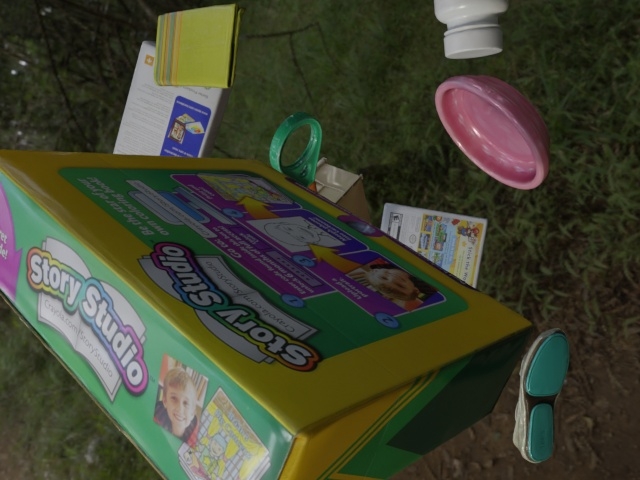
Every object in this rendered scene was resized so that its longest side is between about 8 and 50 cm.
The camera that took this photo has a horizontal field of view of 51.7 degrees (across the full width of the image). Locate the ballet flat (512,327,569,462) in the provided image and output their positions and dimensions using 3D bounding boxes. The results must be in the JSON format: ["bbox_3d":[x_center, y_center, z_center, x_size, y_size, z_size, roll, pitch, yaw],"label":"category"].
[{"bbox_3d":[0.252,0.179,0.783,0.052,0.057,0.168,-142,57,-72],"label":"ballet flat"}]

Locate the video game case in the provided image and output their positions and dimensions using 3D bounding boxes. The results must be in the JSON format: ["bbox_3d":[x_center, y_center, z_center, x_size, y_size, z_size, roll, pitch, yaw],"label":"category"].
[{"bbox_3d":[0.211,0.052,1.316,0.026,0.206,0.227,-9,-71,-70],"label":"video game case"}]

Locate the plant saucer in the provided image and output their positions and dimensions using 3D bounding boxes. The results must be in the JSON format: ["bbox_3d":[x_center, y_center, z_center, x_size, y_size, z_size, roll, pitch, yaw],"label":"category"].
[{"bbox_3d":[0.419,-0.268,1.569,0.084,0.332,0.332,-43,25,-7],"label":"plant saucer"}]

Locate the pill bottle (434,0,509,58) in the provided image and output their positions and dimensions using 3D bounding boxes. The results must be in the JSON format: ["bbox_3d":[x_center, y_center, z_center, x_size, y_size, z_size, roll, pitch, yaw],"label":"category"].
[{"bbox_3d":[0.267,-0.448,1.173,0.131,0.131,0.229,-171,75,-65],"label":"pill bottle"}]

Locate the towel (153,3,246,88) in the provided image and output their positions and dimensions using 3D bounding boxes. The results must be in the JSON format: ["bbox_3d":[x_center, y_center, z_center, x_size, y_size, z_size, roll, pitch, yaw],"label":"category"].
[{"bbox_3d":[-0.168,-0.256,0.884,0.237,0.021,0.102,20,106,52],"label":"towel"}]

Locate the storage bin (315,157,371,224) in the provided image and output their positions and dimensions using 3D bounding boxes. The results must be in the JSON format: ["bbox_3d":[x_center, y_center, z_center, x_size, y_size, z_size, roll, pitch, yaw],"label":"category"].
[{"bbox_3d":[0.000,0.000,1.531,0.123,0.262,0.260,24,57,33],"label":"storage bin"}]

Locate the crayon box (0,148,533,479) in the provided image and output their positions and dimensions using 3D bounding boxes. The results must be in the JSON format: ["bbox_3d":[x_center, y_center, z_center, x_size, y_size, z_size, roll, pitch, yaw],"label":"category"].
[{"bbox_3d":[-0.056,0.043,0.552,0.363,0.313,0.106,33,115,32],"label":"crayon box"}]

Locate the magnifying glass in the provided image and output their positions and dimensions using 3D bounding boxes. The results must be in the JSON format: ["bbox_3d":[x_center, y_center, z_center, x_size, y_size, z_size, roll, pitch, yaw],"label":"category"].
[{"bbox_3d":[-0.025,-0.102,0.996,0.092,0.026,0.231,-46,-26,-18],"label":"magnifying glass"}]

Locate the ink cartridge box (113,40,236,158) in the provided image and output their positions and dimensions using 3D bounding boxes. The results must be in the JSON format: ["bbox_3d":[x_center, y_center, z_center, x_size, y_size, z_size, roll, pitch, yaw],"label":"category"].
[{"bbox_3d":[-0.305,-0.180,1.288,0.069,0.176,0.371,-47,-20,-71],"label":"ink cartridge box"}]
